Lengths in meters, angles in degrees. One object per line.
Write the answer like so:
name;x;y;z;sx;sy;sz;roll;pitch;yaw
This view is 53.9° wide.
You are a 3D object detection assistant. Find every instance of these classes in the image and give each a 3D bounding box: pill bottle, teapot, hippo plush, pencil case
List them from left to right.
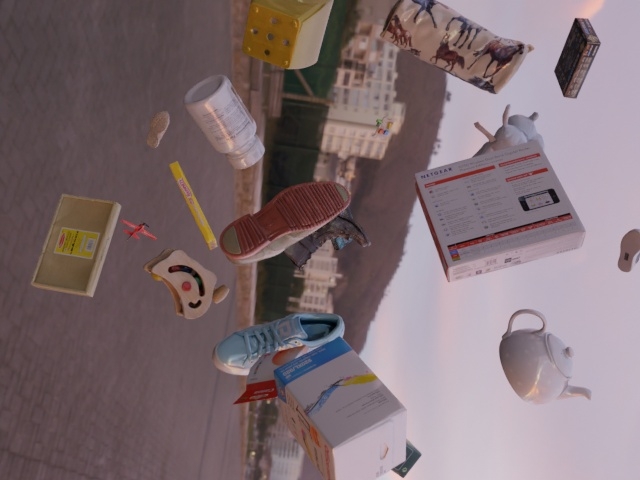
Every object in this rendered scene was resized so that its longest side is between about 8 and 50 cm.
pill bottle;-0.242;-0.302;1.637;0.131;0.131;0.229;-86;153;-45
pencil case;0.386;-0.572;1.793;0.183;0.411;0.160;-62;176;10
hippo plush;0.606;-0.303;2.050;0.234;0.294;0.236;-27;-165;37
teapot;0.679;0.364;1.923;0.187;0.256;0.252;-33;-132;32

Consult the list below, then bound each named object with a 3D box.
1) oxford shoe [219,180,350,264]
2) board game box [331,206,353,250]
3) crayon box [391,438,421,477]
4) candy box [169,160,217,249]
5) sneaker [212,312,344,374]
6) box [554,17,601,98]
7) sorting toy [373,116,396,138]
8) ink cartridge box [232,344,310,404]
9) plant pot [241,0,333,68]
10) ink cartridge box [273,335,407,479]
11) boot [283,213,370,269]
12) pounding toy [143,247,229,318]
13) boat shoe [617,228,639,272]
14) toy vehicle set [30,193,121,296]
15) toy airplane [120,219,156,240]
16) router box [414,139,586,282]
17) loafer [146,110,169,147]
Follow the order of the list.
oxford shoe;-0.100;-0.049;1.812;0.146;0.397;0.140;89;-24;-68
board game box;0.059;-0.075;2.136;0.126;0.026;0.186;-36;111;-45
crayon box;0.097;0.461;1.652;0.083;0.203;0.323;-51;-148;-6
candy box;-0.299;-0.080;1.485;0.205;0.027;0.105;63;-8;6
sneaker;-0.108;0.253;1.686;0.150;0.366;0.135;107;-35;-51
box;0.895;-0.638;2.205;0.220;0.051;0.175;97;-2;-46
sorting toy;0.161;-0.293;1.636;0.083;0.012;0.062;0;128;-54
ink cartridge box;-0.122;0.323;1.524;0.179;0.146;0.045;-36;106;-56
plant pot;-0.110;-0.589;1.742;0.187;0.212;0.212;-64;174;-52
ink cartridge box;0.040;0.351;1.264;0.233;0.168;0.171;42;-33;46
boot;0.000;0.000;1.962;0.229;0.263;0.091;-51;-170;-3
pounding toy;-0.412;0.138;1.876;0.155;0.269;0.154;6;-119;55
boat shoe;0.744;0.018;1.501;0.040;0.049;0.142;-38;143;-24
toy vehicle set;-0.660;0.010;1.704;0.035;0.166;0.266;71;30;-71
toy airplane;-0.698;-0.036;2.394;0.151;0.151;0.028;102;-2;-53
router box;0.439;-0.079;1.583;0.082;0.336;0.301;70;6;-56
loafer;-0.430;-0.303;1.677;0.125;0.045;0.039;-52;-171;41
